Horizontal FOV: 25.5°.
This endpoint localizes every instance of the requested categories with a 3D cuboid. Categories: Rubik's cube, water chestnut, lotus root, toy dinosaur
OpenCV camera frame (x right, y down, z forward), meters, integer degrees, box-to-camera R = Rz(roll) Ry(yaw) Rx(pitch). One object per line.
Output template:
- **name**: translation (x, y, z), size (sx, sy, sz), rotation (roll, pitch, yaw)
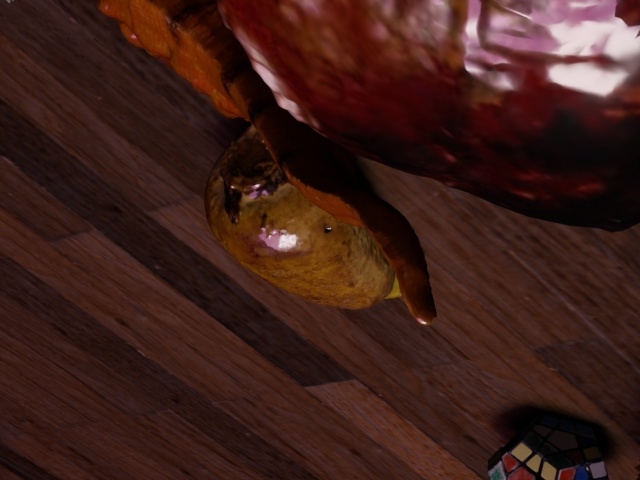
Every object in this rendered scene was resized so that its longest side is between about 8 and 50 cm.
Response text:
- **Rubik's cube**: translation (0.187, 0.197, 1.150), size (0.093, 0.111, 0.111), rotation (-19, 140, 6)
- **water chestnut**: translation (0.093, -0.128, 0.525), size (0.244, 0.289, 0.289), rotation (52, 146, 2)
- **lotus root**: translation (0.000, 0.000, 0.949), size (0.191, 0.094, 0.108), rotation (43, 177, -42)
- **toy dinosaur**: translation (-0.013, -0.092, 0.719), size (0.208, 0.097, 0.432), rotation (6, -157, -46)

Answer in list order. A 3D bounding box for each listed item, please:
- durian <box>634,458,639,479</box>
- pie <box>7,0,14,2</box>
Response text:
- **durian**: translation (0.327, 0.220, 0.984), size (0.258, 0.258, 0.293), rotation (10, 137, 15)
- **pie**: translation (-0.338, -0.175, 0.880), size (0.303, 0.067, 0.302), rotation (14, 148, 9)
